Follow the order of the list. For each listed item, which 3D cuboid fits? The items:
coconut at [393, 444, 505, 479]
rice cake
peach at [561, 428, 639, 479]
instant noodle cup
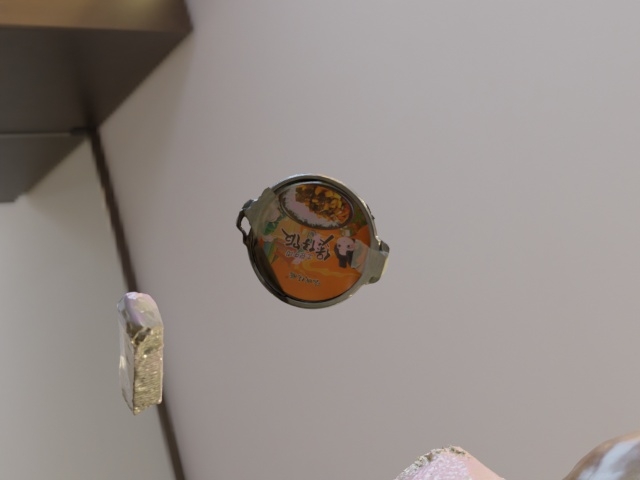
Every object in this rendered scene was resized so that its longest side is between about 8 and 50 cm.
[{"bbox_3d":[0.181,0.463,1.646,0.233,0.245,0.233,33,-37,30],"label":"coconut"},{"bbox_3d":[-0.258,0.172,1.522,0.072,0.056,0.365,62,-19,20],"label":"rice cake"},{"bbox_3d":[0.361,0.331,1.102,0.292,0.247,0.292,-17,-130,21],"label":"peach"},{"bbox_3d":[0.000,0.000,1.439,0.208,0.125,0.177,34,-81,10],"label":"instant noodle cup"}]
